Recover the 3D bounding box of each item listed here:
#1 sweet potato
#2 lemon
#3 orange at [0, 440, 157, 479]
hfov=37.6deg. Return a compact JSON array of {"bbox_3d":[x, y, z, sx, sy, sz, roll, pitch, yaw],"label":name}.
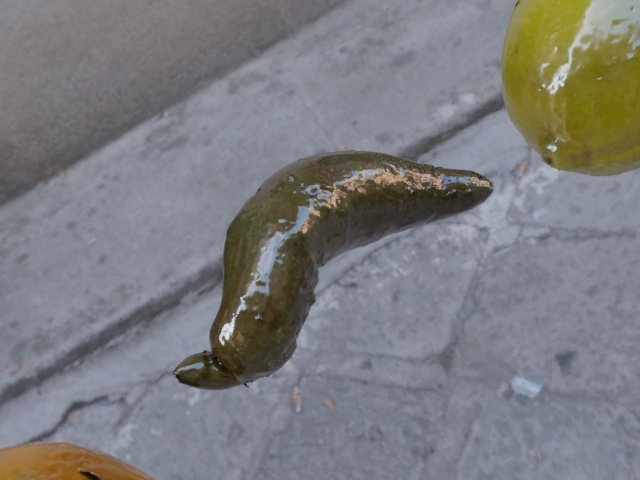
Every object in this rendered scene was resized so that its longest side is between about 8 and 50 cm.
[{"bbox_3d":[-0.003,-0.001,0.753,0.310,0.124,0.098,-38,6,-25],"label":"sweet potato"},{"bbox_3d":[0.317,-0.204,1.039,0.236,0.236,0.263,23,104,45],"label":"lemon"},{"bbox_3d":[-0.210,0.274,0.704,0.246,0.246,0.246,-18,42,17],"label":"orange"}]
